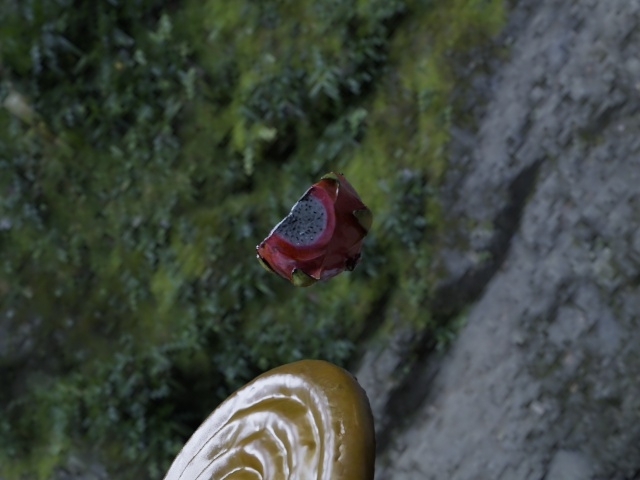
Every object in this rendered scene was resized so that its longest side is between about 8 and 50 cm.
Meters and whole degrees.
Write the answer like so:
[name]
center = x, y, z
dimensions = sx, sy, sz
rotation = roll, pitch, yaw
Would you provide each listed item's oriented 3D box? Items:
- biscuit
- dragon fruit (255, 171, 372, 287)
[biscuit]
center = -0.059, 0.192, 0.943
dimensions = 0.262, 0.037, 0.262
rotation = -41, 30, 30
[dragon fruit]
center = 0.000, 0.000, 0.940
dimensions = 0.083, 0.060, 0.056
rotation = -46, 4, 5
